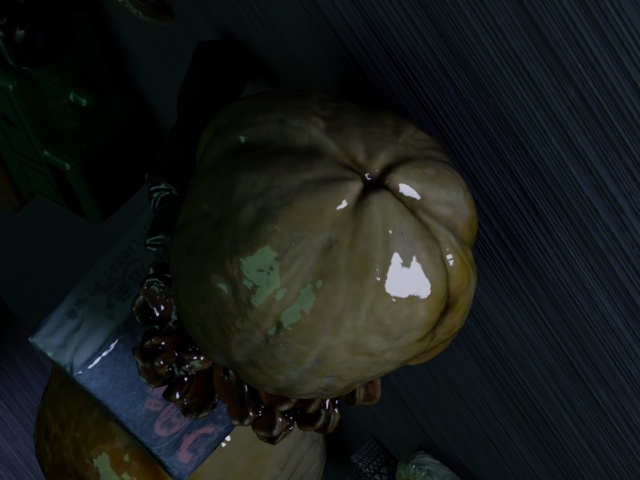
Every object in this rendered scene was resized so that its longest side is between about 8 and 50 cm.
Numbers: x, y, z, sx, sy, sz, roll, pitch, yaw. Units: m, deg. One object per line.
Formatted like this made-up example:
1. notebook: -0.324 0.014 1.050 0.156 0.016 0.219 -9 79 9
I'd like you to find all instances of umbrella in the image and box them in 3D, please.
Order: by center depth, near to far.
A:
1. umbrella: -0.112 -0.079 1.422 0.059 0.235 0.066 -20 128 35

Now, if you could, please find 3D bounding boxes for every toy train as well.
1. toy train: -0.324 -0.178 1.806 0.249 0.178 0.429 28 154 30

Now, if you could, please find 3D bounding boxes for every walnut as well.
1. walnut: 0.000 0.000 1.276 0.283 0.227 0.283 33 151 21

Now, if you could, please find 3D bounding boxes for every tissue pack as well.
1. tissue pack: -0.151 0.108 1.769 0.103 0.228 0.315 34 167 31

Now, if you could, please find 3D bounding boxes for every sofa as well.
1. sofa: 0.063 0.284 1.985 0.060 0.039 0.118 47 162 15

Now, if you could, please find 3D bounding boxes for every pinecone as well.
1. pinecone: -0.050 0.062 1.512 0.243 0.243 0.257 36 -171 39

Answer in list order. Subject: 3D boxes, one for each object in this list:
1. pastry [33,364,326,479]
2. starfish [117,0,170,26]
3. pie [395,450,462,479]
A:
1. pastry: -0.190 0.251 2.091 0.388 0.312 0.388 44 165 15
2. starfish: -0.217 -0.291 1.515 0.240 0.043 0.227 29 153 46
3. pie: 0.154 0.308 1.809 0.187 0.041 0.187 44 161 19
